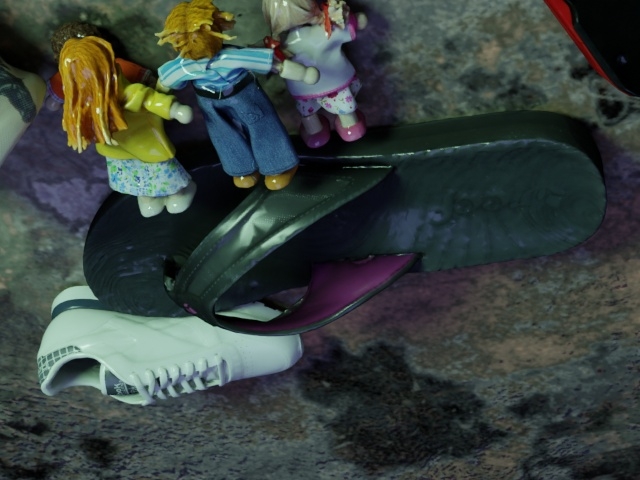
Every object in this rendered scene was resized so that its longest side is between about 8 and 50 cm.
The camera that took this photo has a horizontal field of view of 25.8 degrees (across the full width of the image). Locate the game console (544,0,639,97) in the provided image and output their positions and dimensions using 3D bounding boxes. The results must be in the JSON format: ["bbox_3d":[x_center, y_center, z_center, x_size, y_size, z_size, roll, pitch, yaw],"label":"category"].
[{"bbox_3d":[0.255,-0.278,0.759,0.386,0.060,0.342,-32,135,19],"label":"game console"}]

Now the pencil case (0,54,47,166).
[{"bbox_3d":[-0.386,-0.150,0.966,0.410,0.160,0.183,36,152,-27],"label":"pencil case"}]

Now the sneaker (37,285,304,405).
[{"bbox_3d":[-0.132,0.105,1.245,0.235,0.095,0.090,1,135,4],"label":"sneaker"}]

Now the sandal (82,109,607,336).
[{"bbox_3d":[0.000,-0.002,1.105,0.445,0.107,0.167,-12,133,19],"label":"sandal"}]

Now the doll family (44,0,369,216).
[{"bbox_3d":[-0.093,-0.101,1.005,0.263,0.118,0.163,-9,134,17],"label":"doll family"}]
